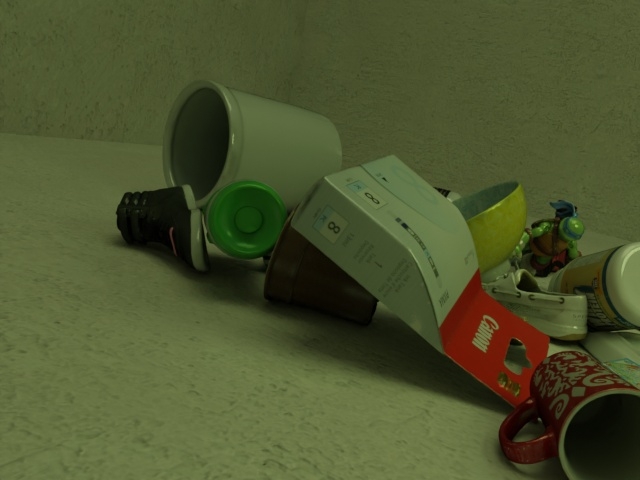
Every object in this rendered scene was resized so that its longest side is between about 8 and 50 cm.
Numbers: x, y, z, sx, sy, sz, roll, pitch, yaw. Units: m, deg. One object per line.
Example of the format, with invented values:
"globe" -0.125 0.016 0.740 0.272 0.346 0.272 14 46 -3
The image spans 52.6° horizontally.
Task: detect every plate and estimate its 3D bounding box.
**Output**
"plate" 0.584 0.208 1.009 0.278 0.045 0.277 11 10 -1

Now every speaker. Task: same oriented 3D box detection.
"speaker" -0.132 -0.038 1.092 0.131 0.131 0.296 9 1 -11

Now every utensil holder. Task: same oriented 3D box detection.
"utensil holder" -0.181 -0.233 1.758 0.385 0.328 0.327 5 13 -44

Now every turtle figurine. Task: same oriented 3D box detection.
"turtle figurine" 0.487 0.060 1.461 0.198 0.275 0.266 -8 -8 -13

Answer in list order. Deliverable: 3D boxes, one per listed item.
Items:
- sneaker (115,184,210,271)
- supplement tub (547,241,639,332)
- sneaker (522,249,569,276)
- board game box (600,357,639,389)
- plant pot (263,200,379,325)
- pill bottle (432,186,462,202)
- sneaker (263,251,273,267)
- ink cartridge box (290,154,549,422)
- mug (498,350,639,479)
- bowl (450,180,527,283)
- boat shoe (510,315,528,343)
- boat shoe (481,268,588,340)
"sneaker" -0.284 -0.014 1.152 0.147 0.104 0.296 -10 27 -16
"supplement tub" 0.513 0.089 1.143 0.144 0.144 0.199 9 -14 -14
"sneaker" 0.574 0.037 1.765 0.136 0.116 0.314 7 -1 39
"board game box" 0.417 0.204 0.848 0.103 0.026 0.154 -5 16 -18
"plant pot" 0.021 0.044 1.000 0.165 0.167 0.167 21 12 9
"pill bottle" 0.232 -0.051 1.602 0.323 0.181 0.181 15 12 19
"sneaker" 0.027 0.018 1.255 0.281 0.106 0.162 9 8 -8
"ink cartridge box" 0.179 0.037 0.905 0.385 0.091 0.308 39 23 10
"mug" 0.267 0.177 0.678 0.150 0.113 0.169 14 8 4
"bowl" 0.313 0.008 1.356 0.289 0.156 0.289 -26 7 4
"boat shoe" 0.307 0.129 1.109 0.056 0.048 0.153 9 11 -12
"boat shoe" 0.364 0.098 1.188 0.098 0.096 0.277 -2 13 -41
